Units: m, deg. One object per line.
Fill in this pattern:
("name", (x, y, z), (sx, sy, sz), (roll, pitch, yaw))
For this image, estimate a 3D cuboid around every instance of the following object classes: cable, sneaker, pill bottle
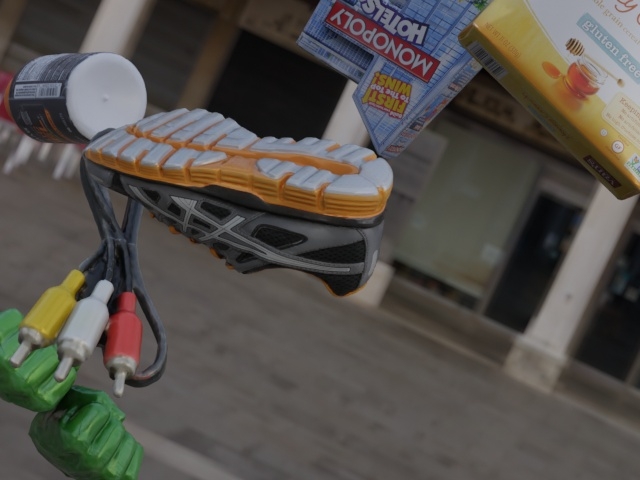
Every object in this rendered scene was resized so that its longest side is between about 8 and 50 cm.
("cable", (-0.185, 0.020, 1.558), (0.139, 0.287, 0.072), (19, -31, -11))
("sneaker", (-0.056, -0.023, 1.021), (0.215, 0.083, 0.084), (16, 34, 31))
("pill bottle", (-0.362, -0.203, 2.418), (0.130, 0.130, 0.246), (22, -10, -35))

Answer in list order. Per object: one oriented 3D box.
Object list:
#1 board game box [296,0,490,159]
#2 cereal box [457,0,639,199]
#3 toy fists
("board game box", (0.072, -0.188, 1.637), (0.194, 0.194, 0.060), (32, 7, 18))
("cereal box", (0.239, -0.173, 1.229), (0.173, 0.240, 0.047), (43, -14, -3))
("toy fists", (-0.317, 0.191, 2.018), (0.279, 0.096, 0.142), (54, -21, -22))
